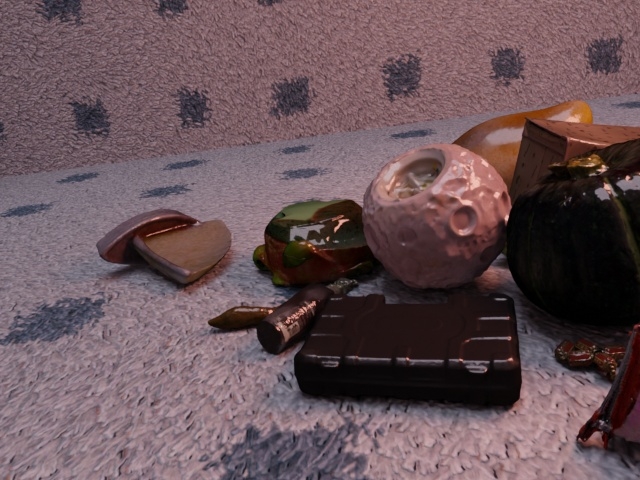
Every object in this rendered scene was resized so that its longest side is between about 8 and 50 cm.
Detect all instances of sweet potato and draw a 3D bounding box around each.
[{"bbox_3d":[-0.114,0.125,0.969,0.153,0.038,0.041,-11,42,-14],"label":"sweet potato"}]

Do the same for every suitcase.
[{"bbox_3d":[0.123,0.141,0.791,0.286,0.066,0.206,-2,21,16],"label":"suitcase"}]

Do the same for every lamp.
[{"bbox_3d":[0.345,0.150,0.740,0.083,0.031,0.063,5,21,42],"label":"lamp"}]

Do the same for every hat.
[{"bbox_3d":[0.394,0.179,0.560,0.227,0.129,0.140,21,72,24],"label":"hat"}]

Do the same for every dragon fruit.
[{"bbox_3d":[0.000,0.000,1.161,0.295,0.130,0.268,-6,24,5],"label":"dragon fruit"}]

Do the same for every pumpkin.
[{"bbox_3d":[0.432,-0.011,0.840,0.323,0.241,0.323,-22,13,6],"label":"pumpkin"}]

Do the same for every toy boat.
[{"bbox_3d":[-0.320,0.013,1.296,0.294,0.111,0.276,17,28,25],"label":"toy boat"}]

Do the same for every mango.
[{"bbox_3d":[0.462,-0.203,1.374,0.384,0.199,0.221,-29,44,21],"label":"mango"}]

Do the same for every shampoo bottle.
[{"bbox_3d":[-0.015,0.112,0.937,0.064,0.057,0.208,7,24,37],"label":"shampoo bottle"}]

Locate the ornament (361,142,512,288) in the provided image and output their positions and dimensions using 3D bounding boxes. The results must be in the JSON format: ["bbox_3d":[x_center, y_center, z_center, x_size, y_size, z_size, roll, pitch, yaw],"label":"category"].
[{"bbox_3d":[0.207,-0.036,1.004,0.259,0.225,0.259,-25,33,18],"label":"ornament"}]

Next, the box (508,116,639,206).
[{"bbox_3d":[0.552,-0.117,1.101,0.297,0.190,0.225,3,20,-3],"label":"box"}]

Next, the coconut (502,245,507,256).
[{"bbox_3d":[0.378,0.001,1.077,0.083,0.082,0.081,6,60,42],"label":"coconut"}]
